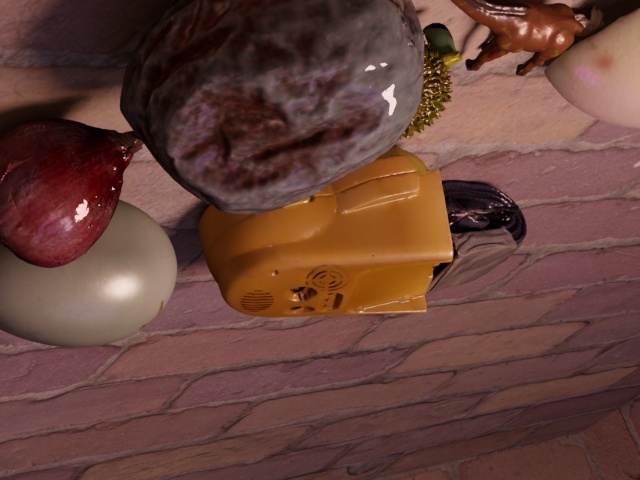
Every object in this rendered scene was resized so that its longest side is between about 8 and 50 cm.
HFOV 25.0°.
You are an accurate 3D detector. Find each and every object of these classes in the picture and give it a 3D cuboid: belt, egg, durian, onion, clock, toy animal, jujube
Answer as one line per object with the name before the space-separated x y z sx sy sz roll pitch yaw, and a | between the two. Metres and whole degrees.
belt | 0.212 -0.015 2.173 0.230 0.140 0.126 -8 155 -46
egg | 0.447 -0.220 1.848 0.271 0.162 0.206 -27 174 -1
durian | 0.058 -0.175 1.613 0.159 0.146 0.198 -31 146 33
onion | -0.274 -0.064 1.545 0.195 0.159 0.159 -34 158 4
clock | 0.000 0.000 1.951 0.317 0.200 0.244 -9 154 -13
toy animal | 0.204 -0.258 1.696 0.224 0.066 0.230 -1 166 -5
jujube | -0.049 -0.160 1.435 0.308 0.215 0.246 -16 128 11
egg | -0.297 0.037 1.712 0.264 0.183 0.183 -3 152 -32

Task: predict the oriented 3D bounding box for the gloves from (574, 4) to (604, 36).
gloves | 0.327 -0.274 1.821 0.081 0.037 0.044 -18 -165 -28
